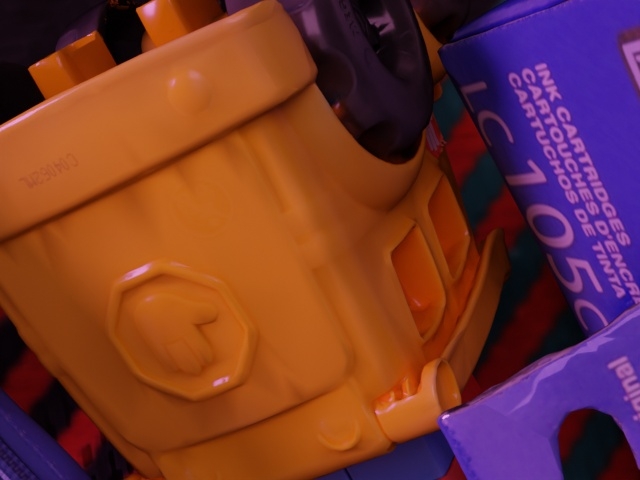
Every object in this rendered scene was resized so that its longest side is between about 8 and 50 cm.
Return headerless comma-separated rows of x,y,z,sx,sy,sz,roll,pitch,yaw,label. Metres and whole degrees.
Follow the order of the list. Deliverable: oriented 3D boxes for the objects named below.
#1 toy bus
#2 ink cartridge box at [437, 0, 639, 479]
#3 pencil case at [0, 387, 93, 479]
0.000,0.000,0.486,0.149,0.220,0.211,-25,104,25,toy bus
0.223,-0.012,0.422,0.395,0.151,0.270,-32,100,-23,ink cartridge box
-0.117,0.086,0.390,0.133,0.119,0.306,-41,90,13,pencil case
